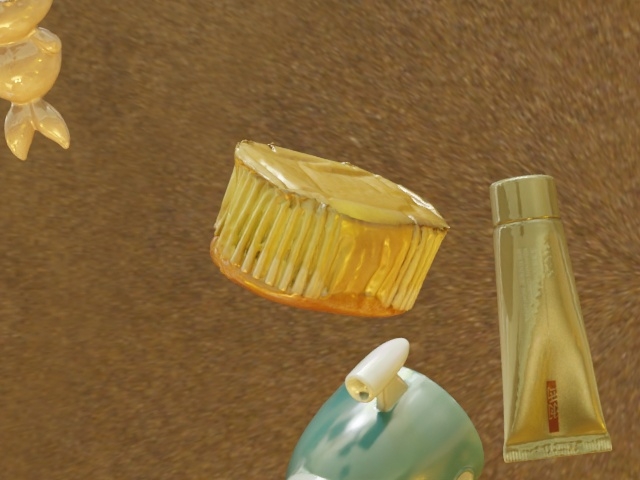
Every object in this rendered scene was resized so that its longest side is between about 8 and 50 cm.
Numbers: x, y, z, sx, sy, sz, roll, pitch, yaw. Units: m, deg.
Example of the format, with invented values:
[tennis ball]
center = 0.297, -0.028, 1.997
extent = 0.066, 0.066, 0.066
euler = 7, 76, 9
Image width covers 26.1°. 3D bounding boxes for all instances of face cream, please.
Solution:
[face cream]
center = 0.269, 0.093, 1.690
extent = 0.137, 0.084, 0.341
euler = -5, 82, -12

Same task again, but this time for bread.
[bread]
center = 0.000, 0.000, 1.625
extent = 0.204, 0.288, 0.156
euler = 37, 110, 40

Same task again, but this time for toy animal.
[toy animal]
center = -0.356, -0.207, 1.627
extent = 0.124, 0.124, 0.213
euler = 2, 123, 14

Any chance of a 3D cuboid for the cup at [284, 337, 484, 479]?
[cup]
center = 0.044, 0.230, 1.328
extent = 0.167, 0.173, 0.300
euler = 23, 134, 27
